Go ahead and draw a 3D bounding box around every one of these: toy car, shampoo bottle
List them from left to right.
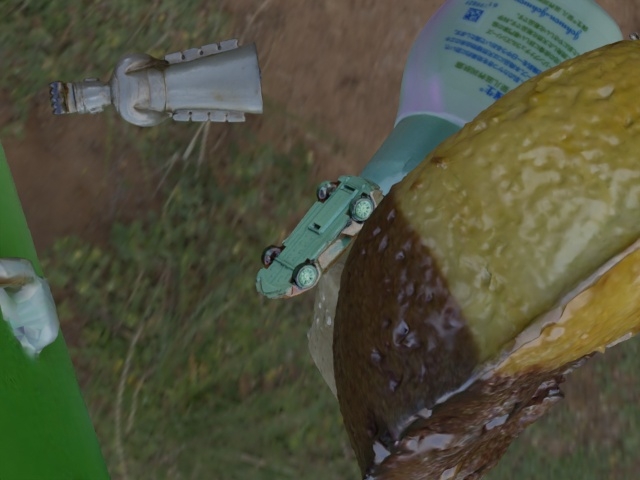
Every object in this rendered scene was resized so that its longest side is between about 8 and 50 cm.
[{"bbox_3d":[0.000,0.000,1.387,0.122,0.059,0.035,-51,124,-7],"label":"toy car"},{"bbox_3d":[0.166,-0.118,1.902,0.222,0.349,0.151,33,153,6],"label":"shampoo bottle"}]

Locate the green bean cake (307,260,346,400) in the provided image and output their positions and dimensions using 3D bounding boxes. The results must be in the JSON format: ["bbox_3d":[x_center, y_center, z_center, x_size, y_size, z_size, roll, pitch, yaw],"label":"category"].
[{"bbox_3d":[0.059,0.106,1.668,0.085,0.179,0.109,-6,129,-23],"label":"green bean cake"}]

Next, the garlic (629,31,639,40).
[{"bbox_3d":[0.261,-0.058,1.627,0.207,0.207,0.256,35,130,-7],"label":"garlic"}]

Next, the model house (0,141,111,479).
[{"bbox_3d":[-0.208,0.140,0.591,0.323,0.340,0.300,-22,79,18],"label":"model house"}]

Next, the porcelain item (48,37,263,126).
[{"bbox_3d":[-0.166,-0.152,1.837,0.213,0.054,0.084,-7,87,-4],"label":"porcelain item"}]

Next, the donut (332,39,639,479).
[{"bbox_3d":[0.073,0.020,0.788,0.295,0.151,0.112,-48,64,32],"label":"donut"}]
